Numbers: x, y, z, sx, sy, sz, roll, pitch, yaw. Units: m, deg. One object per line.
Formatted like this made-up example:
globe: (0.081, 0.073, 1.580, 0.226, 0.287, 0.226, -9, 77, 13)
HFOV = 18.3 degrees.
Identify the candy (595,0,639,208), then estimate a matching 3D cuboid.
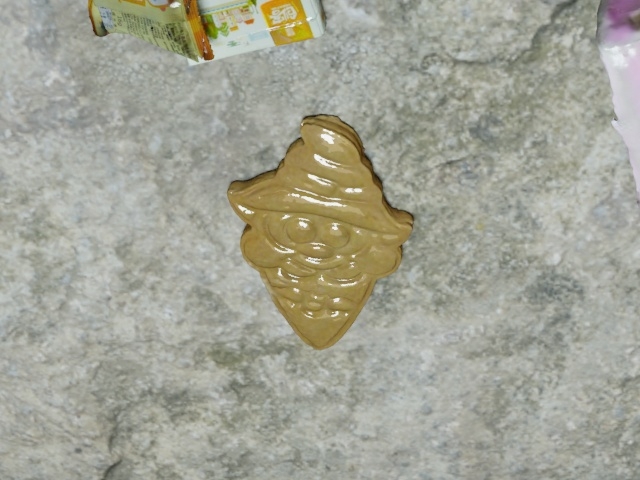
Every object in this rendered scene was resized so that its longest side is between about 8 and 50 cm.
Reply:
candy: (0.291, -0.100, 1.556, 0.115, 0.155, 0.265, -13, 124, 13)

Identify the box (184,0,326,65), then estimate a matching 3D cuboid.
box: (-0.084, -0.247, 1.570, 0.122, 0.032, 0.220, -11, 124, 14)

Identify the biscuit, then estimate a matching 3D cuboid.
biscuit: (0.000, 0.000, 1.748, 0.162, 0.035, 0.250, 6, 129, 8)

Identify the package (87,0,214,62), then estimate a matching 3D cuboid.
package: (-0.145, -0.197, 1.586, 0.120, 0.031, 0.108, 18, 139, 33)
